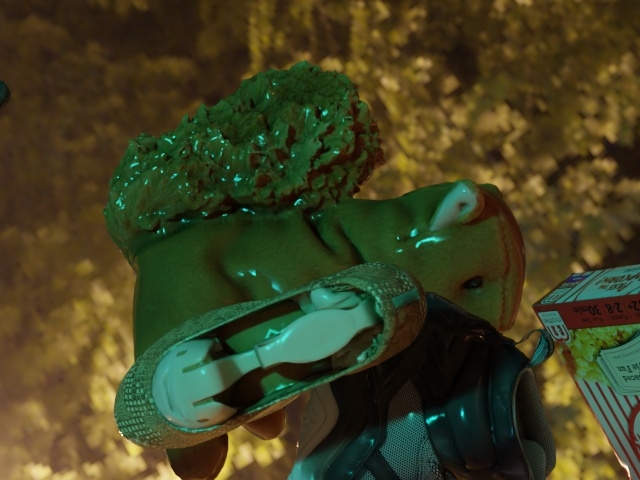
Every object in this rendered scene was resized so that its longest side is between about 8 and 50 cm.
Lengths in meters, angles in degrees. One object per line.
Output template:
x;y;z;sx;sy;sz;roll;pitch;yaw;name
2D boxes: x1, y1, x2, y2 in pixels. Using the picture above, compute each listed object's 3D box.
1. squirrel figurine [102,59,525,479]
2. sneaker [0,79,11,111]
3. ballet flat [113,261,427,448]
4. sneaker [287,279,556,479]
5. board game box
0.000;0.000;1.754;0.370;0.397;0.281;-25;-10;15;squirrel figurine
-0.225;-0.096;1.104;0.035;0.083;0.031;-43;-32;-23;sneaker
-0.039;0.066;1.016;0.206;0.073;0.067;-27;-4;14;ballet flat
0.061;0.162;1.125;0.101;0.153;0.268;-8;-66;-70;sneaker
0.232;0.105;1.094;0.045;0.193;0.147;-36;10;-27;board game box
